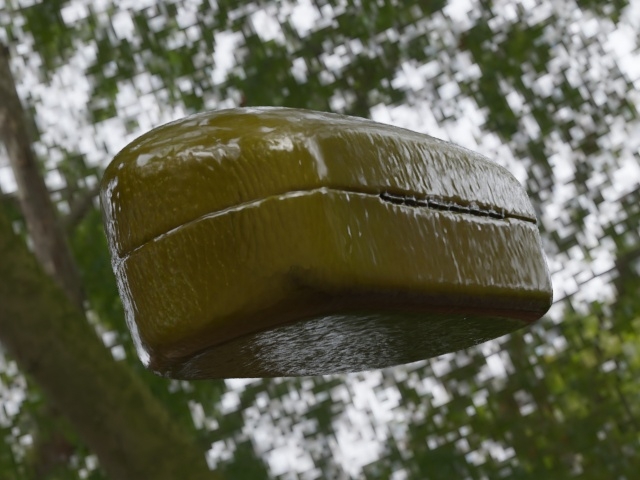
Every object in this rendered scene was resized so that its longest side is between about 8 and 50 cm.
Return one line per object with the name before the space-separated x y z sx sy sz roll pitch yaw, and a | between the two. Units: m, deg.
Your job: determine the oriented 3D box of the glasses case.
glasses case | 0.000 0.000 1.026 0.173 0.141 0.371 -22 -13 26
